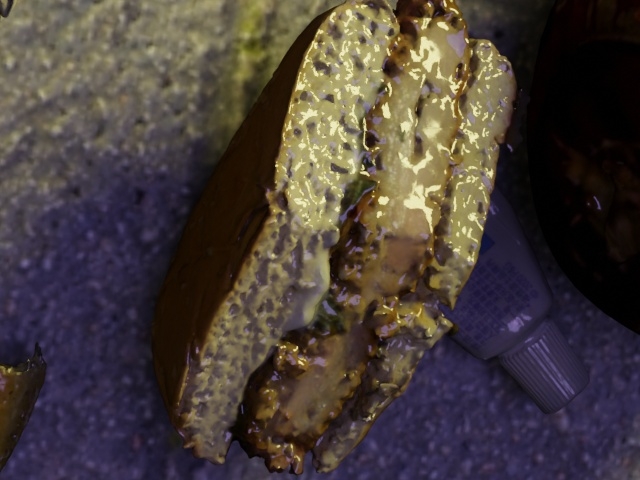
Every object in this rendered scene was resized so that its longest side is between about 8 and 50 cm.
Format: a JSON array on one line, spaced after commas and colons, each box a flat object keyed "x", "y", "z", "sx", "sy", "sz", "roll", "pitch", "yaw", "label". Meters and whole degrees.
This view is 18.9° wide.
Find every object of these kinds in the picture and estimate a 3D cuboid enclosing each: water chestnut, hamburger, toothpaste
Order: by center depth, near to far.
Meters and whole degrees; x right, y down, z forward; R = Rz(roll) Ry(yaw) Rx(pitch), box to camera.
[{"x": 0.000, "y": 0.000, "z": 1.202, "sx": 0.155, "sy": 0.245, "sz": 0.282, "roll": 21, "pitch": 60, "yaw": -25, "label": "hamburger"}, {"x": 0.303, "y": -0.085, "z": 1.247, "sx": 0.302, "sy": 0.350, "sz": 0.350, "roll": -25, "pitch": 104, "yaw": -39, "label": "water chestnut"}, {"x": 0.084, "y": 0.000, "z": 1.307, "sx": 0.282, "sy": 0.068, "sz": 0.099, "roll": 51, "pitch": 48, "yaw": -7, "label": "toothpaste"}]

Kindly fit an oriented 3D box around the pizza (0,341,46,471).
[{"x": -0.310, "y": 0.121, "z": 1.174, "sx": 0.292, "sy": 0.058, "sz": 0.197, "roll": -34, "pitch": 104, "yaw": -16, "label": "pizza"}]

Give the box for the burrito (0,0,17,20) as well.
[{"x": -0.301, "y": -0.213, "z": 1.145, "sx": 0.275, "sy": 0.059, "sz": 0.082, "roll": 20, "pitch": 82, "yaw": -20, "label": "burrito"}]
